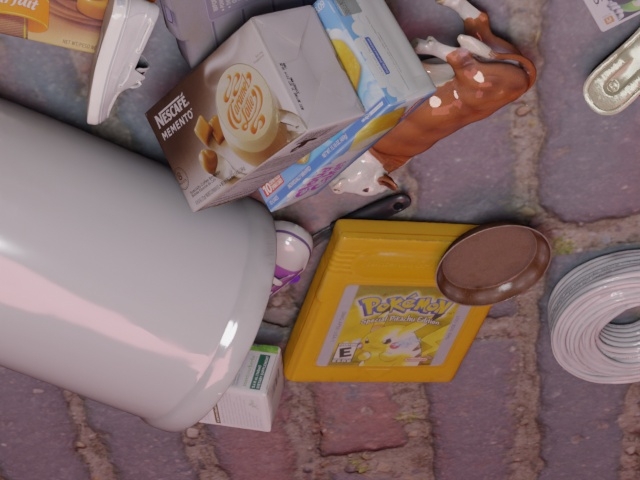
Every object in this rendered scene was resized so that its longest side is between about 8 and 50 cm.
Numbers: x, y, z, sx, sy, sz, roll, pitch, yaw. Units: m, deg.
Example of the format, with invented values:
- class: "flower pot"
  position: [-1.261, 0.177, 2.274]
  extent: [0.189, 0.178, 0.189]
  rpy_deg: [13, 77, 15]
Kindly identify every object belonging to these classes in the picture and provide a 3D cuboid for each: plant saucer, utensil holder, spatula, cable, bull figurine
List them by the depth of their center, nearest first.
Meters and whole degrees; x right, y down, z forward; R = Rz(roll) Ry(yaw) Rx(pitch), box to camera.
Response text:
- class: "bull figurine"
  position: [0.112, -0.175, 1.695]
  extent: [0.310, 0.101, 0.188]
  rpy_deg: [-30, 130, 23]
- class: "utensil holder"
  position: [-0.302, 0.028, 1.710]
  extent: [0.385, 0.328, 0.327]
  rpy_deg: [24, 129, -24]
- class: "plant saucer"
  position: [0.239, 0.028, 1.897]
  extent: [0.168, 0.029, 0.168]
  rpy_deg: [-9, 137, -8]
- class: "spatula"
  position: [0.000, 0.000, 1.916]
  extent: [0.296, 0.030, 0.084]
  rpy_deg: [-28, 129, 22]
- class: "cable"
  position: [0.471, 0.115, 2.048]
  extent: [0.257, 0.089, 0.257]
  rpy_deg: [-21, 133, 16]

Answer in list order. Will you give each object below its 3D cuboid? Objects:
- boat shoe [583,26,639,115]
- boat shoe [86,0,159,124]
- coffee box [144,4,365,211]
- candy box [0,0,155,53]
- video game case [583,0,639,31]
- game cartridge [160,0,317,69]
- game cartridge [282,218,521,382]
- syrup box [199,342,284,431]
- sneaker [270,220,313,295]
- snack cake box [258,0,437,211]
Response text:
- class: "boat shoe"
  position: [0.431, -0.245, 1.689]
  extent: [0.233, 0.079, 0.084]
  rpy_deg: [-36, 88, 23]
- class: "boat shoe"
  position: [-0.226, -0.203, 1.542]
  extent: [0.063, 0.066, 0.184]
  rpy_deg: [10, 129, -16]
- class: "coffee box"
  position: [-0.080, -0.147, 1.553]
  extent: [0.098, 0.141, 0.246]
  rpy_deg: [-21, 174, -41]
- class: "candy box"
  position: [-0.335, -0.321, 1.502]
  extent: [0.316, 0.087, 0.183]
  rpy_deg: [11, 134, -17]
- class: "video game case"
  position: [0.385, -0.349, 1.600]
  extent: [0.190, 0.022, 0.173]
  rpy_deg: [-26, 133, 19]
- class: "game cartridge"
  position: [-0.078, -0.347, 1.440]
  extent: [0.230, 0.068, 0.355]
  rpy_deg: [-21, 148, -9]
- class: "game cartridge"
  position: [0.116, 0.097, 1.990]
  extent: [0.285, 0.053, 0.324]
  rpy_deg: [2, 139, -18]
- class: "syrup box"
  position: [-0.179, 0.208, 2.022]
  extent: [0.236, 0.093, 0.096]
  rpy_deg: [7, 136, 11]
- class: "sneaker"
  position: [-0.117, 0.094, 1.882]
  extent: [0.102, 0.161, 0.282]
  rpy_deg: [34, 130, -24]
- class: "snack cake box"
  position: [0.000, -0.166, 1.602]
  extent: [0.089, 0.152, 0.264]
  rpy_deg: [-23, 169, -41]
